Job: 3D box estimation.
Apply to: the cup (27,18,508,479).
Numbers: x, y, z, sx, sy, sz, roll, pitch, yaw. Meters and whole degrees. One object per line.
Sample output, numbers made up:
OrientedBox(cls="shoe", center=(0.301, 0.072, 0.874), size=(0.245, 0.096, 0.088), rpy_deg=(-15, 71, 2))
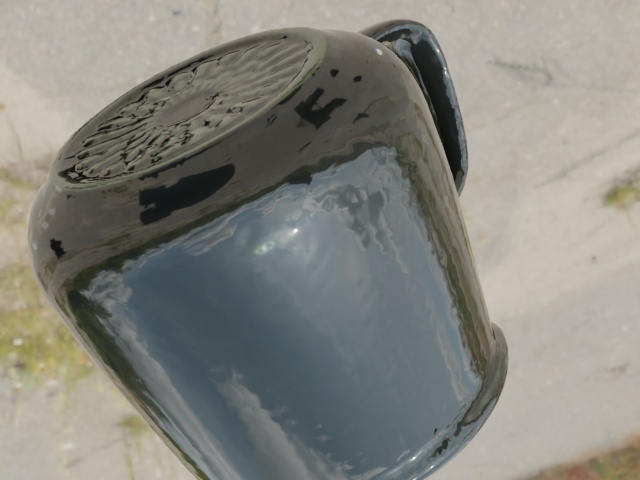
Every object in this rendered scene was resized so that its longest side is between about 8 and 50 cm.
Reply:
OrientedBox(cls="cup", center=(0.000, 0.000, 0.516), size=(0.169, 0.177, 0.223), rpy_deg=(-2, -146, 48))
